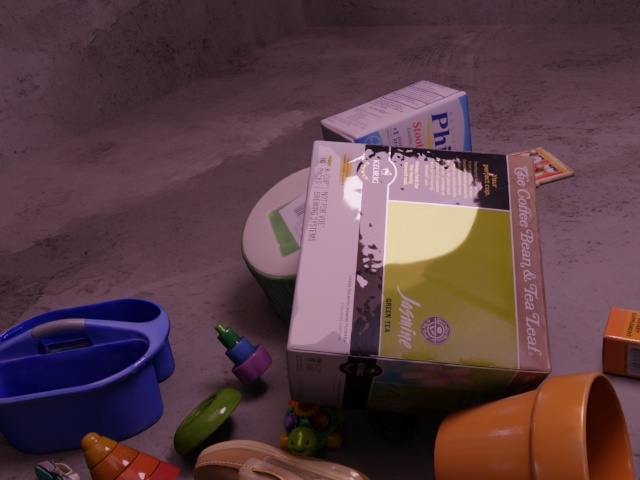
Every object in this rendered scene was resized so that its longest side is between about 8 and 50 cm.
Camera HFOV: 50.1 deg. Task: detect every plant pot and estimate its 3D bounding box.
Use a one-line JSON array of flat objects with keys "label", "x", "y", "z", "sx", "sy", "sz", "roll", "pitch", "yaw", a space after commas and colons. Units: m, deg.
[{"label": "plant pot", "x": 0.245, "y": 0.263, "z": 0.802, "sx": 0.188, "sy": 0.205, "sz": 0.205, "roll": -12, "pitch": 25, "yaw": 34}]

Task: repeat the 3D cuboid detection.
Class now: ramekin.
[{"label": "ramekin", "x": 0.000, "y": 0.000, "z": 1.278, "sx": 0.303, "sy": 0.148, "sz": 0.303, "roll": -17, "pitch": 46, "yaw": 18}]

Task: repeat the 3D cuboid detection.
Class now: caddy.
[{"label": "caddy", "x": -0.410, "y": 0.207, "z": 1.152, "sx": 0.341, "sy": 0.179, "sz": 0.241, "roll": -10, "pitch": 28, "yaw": 5}]

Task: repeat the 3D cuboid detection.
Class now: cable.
[{"label": "cable", "x": 0.074, "y": 0.220, "z": 1.097, "sx": 0.139, "sy": 0.072, "sz": 0.287, "roll": -10, "pitch": 37, "yaw": -31}]

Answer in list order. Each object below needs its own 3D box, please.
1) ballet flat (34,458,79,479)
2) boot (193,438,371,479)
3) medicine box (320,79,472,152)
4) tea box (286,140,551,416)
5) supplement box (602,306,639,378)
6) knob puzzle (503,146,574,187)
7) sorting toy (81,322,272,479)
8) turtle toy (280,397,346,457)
[{"label": "ballet flat", "x": -0.384, "y": 0.358, "z": 1.025, "sx": 0.114, "sy": 0.041, "sz": 0.041, "roll": 17, "pitch": 41, "yaw": 40}, {"label": "boot", "x": -0.082, "y": 0.362, "z": 0.848, "sx": 0.262, "sy": 0.095, "sz": 0.203, "roll": 5, "pitch": 35, "yaw": 24}, {"label": "medicine box", "x": 0.175, "y": -0.171, "z": 1.493, "sx": 0.289, "sy": 0.263, "sz": 0.149, "roll": -25, "pitch": 32, "yaw": -20}, {"label": "tea box", "x": 0.131, "y": 0.058, "z": 0.976, "sx": 0.323, "sy": 0.220, "sz": 0.329, "roll": 5, "pitch": 59, "yaw": 4}, {"label": "supplement box", "x": 0.529, "y": 0.160, "z": 0.971, "sx": 0.233, "sy": 0.080, "sz": 0.078, "roll": 8, "pitch": 38, "yaw": 29}, {"label": "knob puzzle", "x": 0.470, "y": -0.175, "z": 1.624, "sx": 0.213, "sy": 0.030, "sz": 0.213, "roll": -10, "pitch": 30, "yaw": 6}, {"label": "sorting toy", "x": -0.216, "y": 0.247, "z": 1.016, "sx": 0.127, "sy": 0.126, "sz": 0.365, "roll": -36, "pitch": 7, "yaw": 45}, {"label": "turtle toy", "x": -0.017, "y": 0.271, "z": 1.001, "sx": 0.095, "sy": 0.066, "sz": 0.130, "roll": -6, "pitch": 30, "yaw": 12}]
